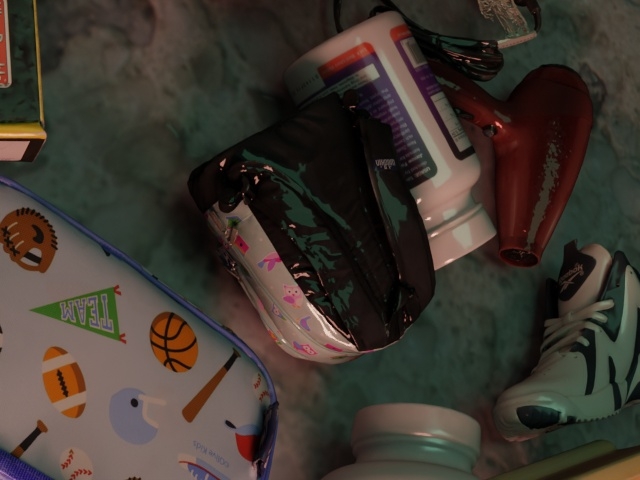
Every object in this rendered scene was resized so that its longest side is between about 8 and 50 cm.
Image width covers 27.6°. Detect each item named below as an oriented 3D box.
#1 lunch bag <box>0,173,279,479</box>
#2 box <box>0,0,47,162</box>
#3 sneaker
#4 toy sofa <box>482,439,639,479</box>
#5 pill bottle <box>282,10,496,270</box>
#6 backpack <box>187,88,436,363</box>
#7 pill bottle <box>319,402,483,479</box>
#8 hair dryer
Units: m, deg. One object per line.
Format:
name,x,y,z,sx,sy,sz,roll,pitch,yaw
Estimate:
lunch bag,-0.155,0.121,0.760,0.303,0.115,0.243,38,43,-27
box,-0.293,-0.201,0.722,0.257,0.079,0.322,-2,79,-17
sneaker,0.212,0.076,1.097,0.235,0.094,0.153,-8,77,-38
toy sofa,0.226,0.336,0.963,0.150,0.177,0.362,-12,81,-34
pill bottle,0.060,-0.072,1.029,0.108,0.108,0.193,-29,91,-40
backpack,0.000,0.000,0.955,0.152,0.115,0.182,-33,95,-28
pill bottle,0.055,0.248,0.881,0.146,0.146,0.264,23,61,-28
hair dryer,0.136,-0.113,1.144,0.224,0.080,0.293,-18,79,-24
